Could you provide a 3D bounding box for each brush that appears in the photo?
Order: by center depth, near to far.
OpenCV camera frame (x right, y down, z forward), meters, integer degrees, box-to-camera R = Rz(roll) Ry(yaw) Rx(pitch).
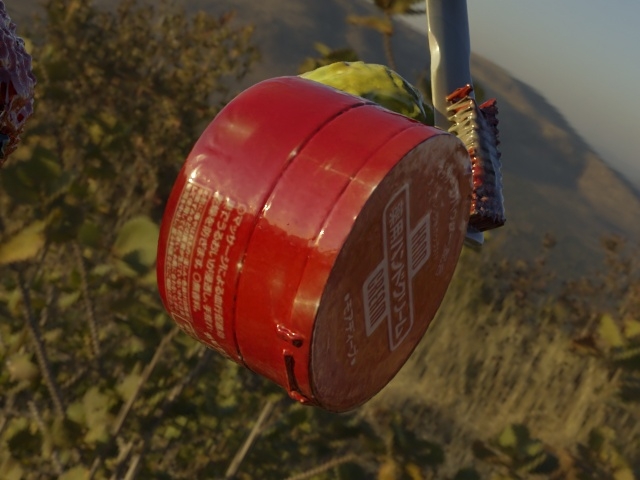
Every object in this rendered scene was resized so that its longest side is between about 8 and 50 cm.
[{"bbox_3d":[0.130,-0.153,1.004,0.060,0.320,0.050,17,-29,-39],"label":"brush"}]

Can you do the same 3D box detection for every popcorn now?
[{"bbox_3d":[0.031,-0.060,1.026,0.198,0.198,0.212,33,-11,27],"label":"popcorn"}]

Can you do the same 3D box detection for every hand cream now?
[{"bbox_3d":[0.000,0.000,0.693,0.125,0.193,0.193,25,9,25],"label":"hand cream"}]

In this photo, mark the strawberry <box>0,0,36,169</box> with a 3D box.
[{"bbox_3d":[-0.393,-0.149,1.041,0.261,0.261,0.257,27,16,-3],"label":"strawberry"}]
